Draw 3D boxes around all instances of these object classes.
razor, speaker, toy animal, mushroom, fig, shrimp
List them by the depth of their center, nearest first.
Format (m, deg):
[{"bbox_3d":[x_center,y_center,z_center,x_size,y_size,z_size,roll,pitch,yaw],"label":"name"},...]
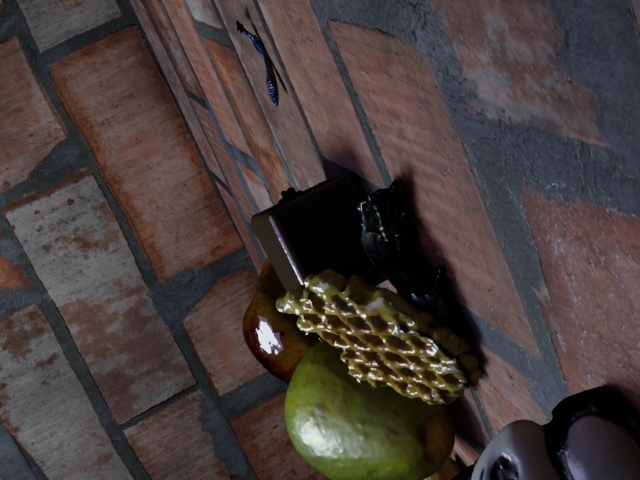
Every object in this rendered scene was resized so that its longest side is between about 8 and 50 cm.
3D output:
[{"bbox_3d":[0.244,0.248,1.008,0.138,0.179,0.166,47,-160,-73],"label":"toy animal"},{"bbox_3d":[0.115,0.034,1.390,0.178,0.075,0.289,50,165,21],"label":"shrimp"},{"bbox_3d":[0.000,0.000,1.634,0.192,0.153,0.231,64,170,-5],"label":"speaker"},{"bbox_3d":[-0.098,-0.298,1.703,0.154,0.028,0.044,64,178,-3],"label":"razor"},{"bbox_3d":[0.088,0.296,1.719,0.326,0.258,0.258,22,140,56],"label":"fig"},{"bbox_3d":[0.004,0.153,1.991,0.345,0.260,0.345,49,-161,-23],"label":"mushroom"}]

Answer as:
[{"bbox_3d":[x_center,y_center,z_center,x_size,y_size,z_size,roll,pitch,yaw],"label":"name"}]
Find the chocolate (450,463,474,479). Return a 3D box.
[{"bbox_3d":[0.258,0.412,1.476,0.133,0.156,0.156,28,146,52],"label":"chocolate"}]

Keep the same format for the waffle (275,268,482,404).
[{"bbox_3d":[0.087,0.144,1.463,0.301,0.058,0.281,34,153,-10],"label":"waffle"}]

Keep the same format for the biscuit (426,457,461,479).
[{"bbox_3d":[0.249,0.538,1.889,0.274,0.091,0.213,93,163,-56],"label":"biscuit"}]
